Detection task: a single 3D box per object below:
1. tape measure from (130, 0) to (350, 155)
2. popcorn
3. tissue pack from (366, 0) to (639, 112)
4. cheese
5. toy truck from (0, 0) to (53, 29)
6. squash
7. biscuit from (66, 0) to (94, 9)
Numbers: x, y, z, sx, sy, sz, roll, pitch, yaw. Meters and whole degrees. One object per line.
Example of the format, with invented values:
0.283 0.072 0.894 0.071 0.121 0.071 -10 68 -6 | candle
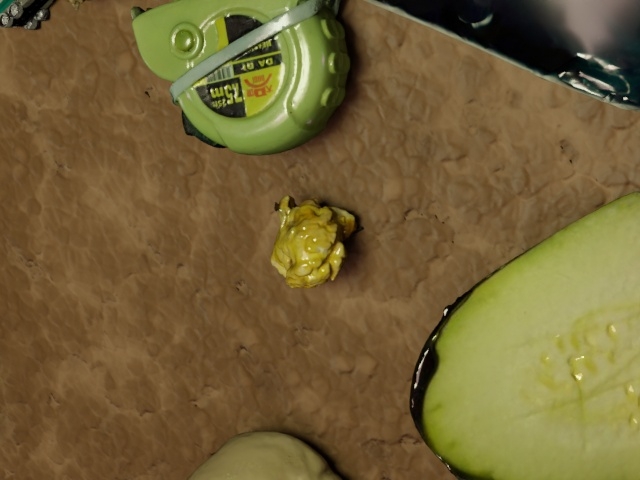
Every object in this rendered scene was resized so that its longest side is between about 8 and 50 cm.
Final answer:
-0.052 -0.146 0.985 0.177 0.087 0.154 -16 88 27 | tape measure
0.000 0.000 1.029 0.084 0.084 0.084 8 110 23 | popcorn
0.183 -0.321 0.722 0.264 0.253 0.416 26 115 16 | tissue pack
-0.049 0.295 1.119 0.218 0.117 0.235 13 116 19 | cheese
-0.263 -0.223 1.089 0.083 0.039 0.044 -35 76 32 | toy truck
0.199 0.114 0.921 0.204 0.155 0.236 -24 94 32 | squash
-0.207 -0.286 1.023 0.082 0.070 0.168 -18 96 25 | biscuit
